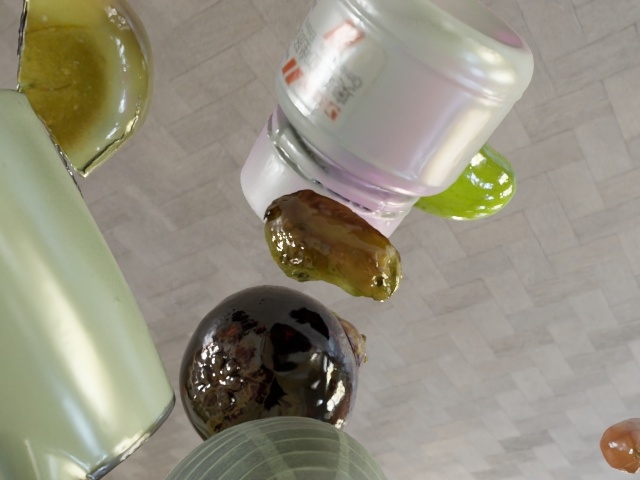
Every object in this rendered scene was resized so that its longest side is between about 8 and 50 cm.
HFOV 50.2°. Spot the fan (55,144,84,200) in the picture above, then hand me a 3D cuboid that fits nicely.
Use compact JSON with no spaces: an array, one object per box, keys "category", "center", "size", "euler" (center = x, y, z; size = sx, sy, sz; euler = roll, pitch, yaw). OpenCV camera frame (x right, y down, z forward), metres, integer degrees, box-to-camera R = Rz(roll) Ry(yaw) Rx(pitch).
[{"category":"fan","center":[-0.239,-0.058,0.651],"size":[0.055,0.004,0.083],"euler":[61,157,0]}]

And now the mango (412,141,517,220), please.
[{"category":"mango","center":[0.172,-0.136,1.053],"size":[0.293,0.143,0.175],"euler":[35,100,-14]}]

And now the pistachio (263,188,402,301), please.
[{"category":"pistachio","center":[0.000,0.000,0.643],"size":[0.089,0.173,0.049],"euler":[-46,141,-12]}]

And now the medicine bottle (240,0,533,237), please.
[{"category":"medicine bottle","center":[0.061,-0.145,0.780],"size":[0.241,0.241,0.302],"euler":[24,122,-17]}]

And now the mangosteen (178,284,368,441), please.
[{"category":"mangosteen","center":[-0.078,0.215,1.103],"size":[0.297,0.313,0.296],"euler":[0,93,5]}]

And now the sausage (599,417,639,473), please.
[{"category":"sausage","center":[0.396,0.261,0.870],"size":[0.065,0.065,0.169],"euler":[-25,158,26]}]

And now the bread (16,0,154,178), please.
[{"category":"bread","center":[-0.285,-0.214,0.849],"size":[0.156,0.158,0.260],"euler":[9,112,-17]}]

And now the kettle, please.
[{"category":"kettle","center":[-0.214,0.039,0.490],"size":[0.165,0.240,0.255],"euler":[-28,101,4]}]

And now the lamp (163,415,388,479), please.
[{"category":"lamp","center":[-0.049,0.279,0.606],"size":[0.265,0.233,0.233],"euler":[-18,141,-26]}]
